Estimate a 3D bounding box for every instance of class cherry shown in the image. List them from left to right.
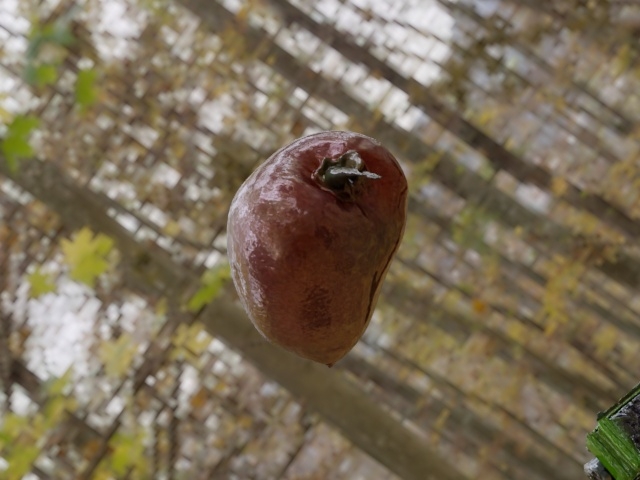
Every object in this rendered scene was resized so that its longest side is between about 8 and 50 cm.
[{"bbox_3d":[-0.006,0.000,0.876,0.106,0.087,0.126,-10,-52,-59],"label":"cherry"}]

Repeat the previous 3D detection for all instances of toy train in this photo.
[{"bbox_3d":[0.267,0.102,1.173,0.202,0.060,0.081,-37,-18,-14],"label":"toy train"}]
